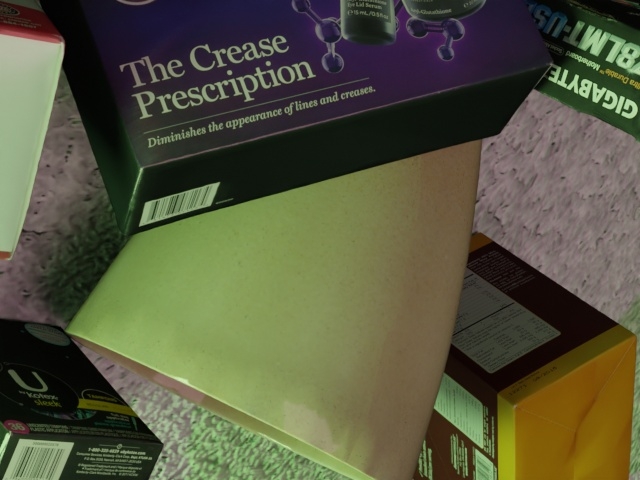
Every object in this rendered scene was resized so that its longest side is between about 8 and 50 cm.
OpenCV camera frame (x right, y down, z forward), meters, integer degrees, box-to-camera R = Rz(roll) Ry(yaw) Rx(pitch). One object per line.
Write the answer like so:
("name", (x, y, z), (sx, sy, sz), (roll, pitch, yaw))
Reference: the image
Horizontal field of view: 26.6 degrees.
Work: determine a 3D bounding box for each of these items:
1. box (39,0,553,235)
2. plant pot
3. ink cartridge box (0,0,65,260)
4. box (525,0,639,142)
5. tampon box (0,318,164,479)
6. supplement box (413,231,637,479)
("box", (-0.021, -0.134, 0.817), (0.261, 0.184, 0.103), (-17, 162, -20))
("plant pot", (0.000, 0.000, 0.940), (0.256, 0.256, 0.274), (38, 74, -45))
("ink cartridge box", (-0.229, -0.088, 0.714), (0.128, 0.176, 0.127), (5, 115, -29))
("box", (0.228, -0.145, 0.965), (0.295, 0.293, 0.073), (-2, 118, -38))
("tampon box", (-0.204, 0.129, 0.889), (0.120, 0.161, 0.101), (12, 108, -43))
("supplement box", (0.149, 0.133, 1.147), (0.129, 0.194, 0.191), (-25, 129, -25))
